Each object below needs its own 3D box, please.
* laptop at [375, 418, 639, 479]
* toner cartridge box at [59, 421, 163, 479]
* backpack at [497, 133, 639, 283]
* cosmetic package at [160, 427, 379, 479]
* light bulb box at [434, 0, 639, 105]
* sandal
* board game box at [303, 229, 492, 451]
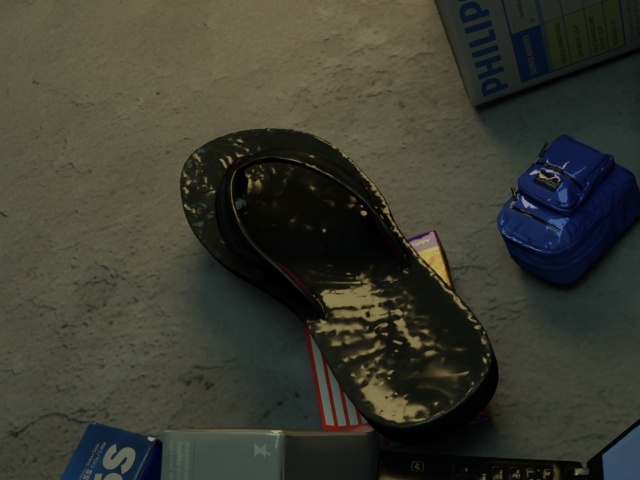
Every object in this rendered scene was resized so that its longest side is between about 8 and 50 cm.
[{"bbox_3d":[0.159,0.202,0.866,0.264,0.136,0.234,2,36,9],"label":"laptop"},{"bbox_3d":[-0.200,0.339,0.973,0.075,0.165,0.347,8,58,28],"label":"toner cartridge box"},{"bbox_3d":[0.221,-0.030,1.121,0.120,0.101,0.098,-49,46,-12],"label":"backpack"},{"bbox_3d":[-0.031,0.208,0.937,0.107,0.238,0.127,-2,79,22],"label":"cosmetic package"},{"bbox_3d":[0.258,-0.377,1.195,0.361,0.358,0.225,-19,48,7],"label":"light bulb box"},{"bbox_3d":[0.003,-0.001,1.120,0.167,0.107,0.446,-38,48,-9],"label":"sandal"},{"bbox_3d":[0.064,0.096,1.124,0.147,0.045,0.193,-19,50,8],"label":"board game box"}]
